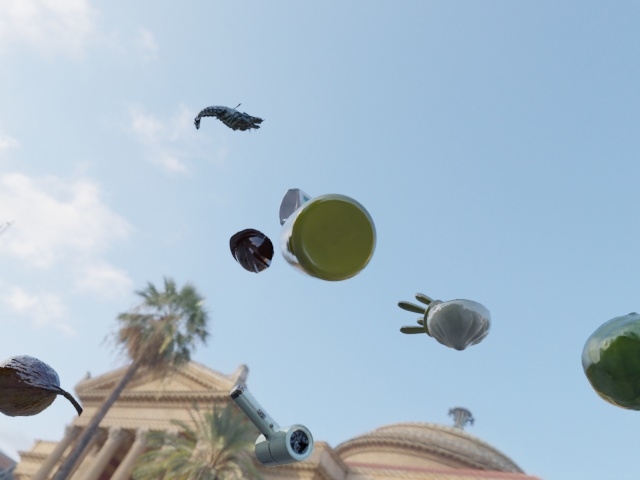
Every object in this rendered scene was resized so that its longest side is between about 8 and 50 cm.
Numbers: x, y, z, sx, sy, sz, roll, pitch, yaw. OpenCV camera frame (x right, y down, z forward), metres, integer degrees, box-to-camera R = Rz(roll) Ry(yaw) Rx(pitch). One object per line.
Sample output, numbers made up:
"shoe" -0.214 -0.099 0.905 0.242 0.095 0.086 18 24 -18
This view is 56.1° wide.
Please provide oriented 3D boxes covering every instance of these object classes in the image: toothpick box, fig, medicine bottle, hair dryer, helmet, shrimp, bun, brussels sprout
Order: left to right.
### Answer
"fig" -0.598 0.317 1.279 0.201 0.133 0.146 2 -3 27
"shrimp" -0.228 -0.311 1.503 0.174 0.076 0.082 2 -3 -16
"helmet" -0.142 0.034 1.264 0.089 0.057 0.111 -28 -51 9
"hair dryer" -0.203 0.640 2.123 0.203 0.128 0.362 -30 -79 44
"medicine bottle" -0.032 -0.059 1.754 0.078 0.115 0.219 -3 -22 32
"toothpick box" 0.000 0.000 1.284 0.175 0.175 0.271 37 -11 -9
"bun" 0.302 0.195 1.301 0.138 0.094 0.138 3 -37 2
"brussels sprout" 0.729 0.269 1.364 0.219 0.272 0.210 58 -23 3

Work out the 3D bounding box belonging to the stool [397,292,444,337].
"stool" 0.299 0.220 1.760 0.111 0.134 0.134 8 -25 49
